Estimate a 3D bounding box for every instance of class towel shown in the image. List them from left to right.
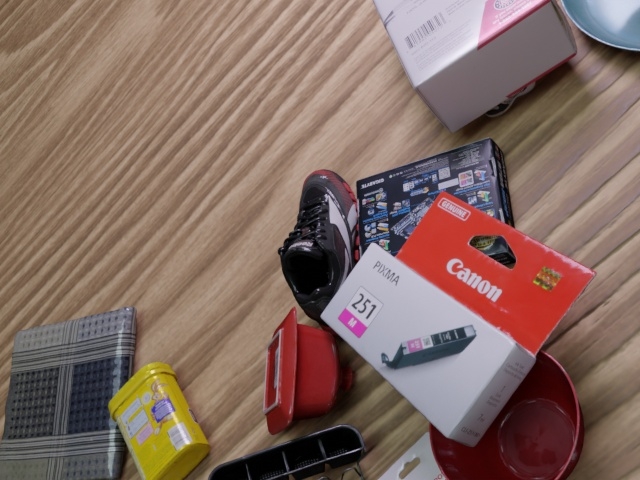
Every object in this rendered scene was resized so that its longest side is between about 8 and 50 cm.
[{"bbox_3d":[-0.472,0.295,1.284,0.325,0.056,0.311,-12,67,28],"label":"towel"}]

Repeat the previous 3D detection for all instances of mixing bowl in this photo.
[{"bbox_3d":[0.226,0.217,0.785,0.182,0.098,0.181,-24,50,33],"label":"mixing bowl"}]

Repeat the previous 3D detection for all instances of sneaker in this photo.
[{"bbox_3d":[0.000,0.000,1.021,0.098,0.135,0.275,-21,59,29],"label":"sneaker"},{"bbox_3d":[0.268,-0.214,0.989,0.083,0.037,0.031,-42,55,15],"label":"sneaker"}]

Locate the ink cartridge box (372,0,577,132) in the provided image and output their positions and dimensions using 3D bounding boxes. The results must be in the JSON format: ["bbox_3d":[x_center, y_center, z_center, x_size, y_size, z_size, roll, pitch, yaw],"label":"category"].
[{"bbox_3d":[0.210,-0.329,1.003,0.207,0.117,0.282,-32,46,20],"label":"ink cartridge box"}]

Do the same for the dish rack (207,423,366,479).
[{"bbox_3d":[-0.009,0.389,0.849,0.209,0.074,0.271,-18,57,-5],"label":"dish rack"}]

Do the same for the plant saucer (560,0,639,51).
[{"bbox_3d":[0.482,-0.380,0.909,0.318,0.044,0.317,-14,63,30],"label":"plant saucer"}]

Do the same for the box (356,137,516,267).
[{"bbox_3d":[0.158,-0.032,0.977,0.220,0.051,0.175,-16,62,28],"label":"box"}]

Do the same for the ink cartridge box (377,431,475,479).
[{"bbox_3d":[0.161,0.331,0.813,0.104,0.062,0.181,-47,52,9],"label":"ink cartridge box"}]

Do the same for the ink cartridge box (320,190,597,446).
[{"bbox_3d":[0.151,0.070,0.836,0.238,0.060,0.275,-56,40,3],"label":"ink cartridge box"}]

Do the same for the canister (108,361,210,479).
[{"bbox_3d":[-0.262,0.303,1.111,0.126,0.073,0.170,-46,53,9],"label":"canister"}]

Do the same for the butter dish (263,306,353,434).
[{"bbox_3d":[-0.012,0.190,0.967,0.160,0.118,0.160,123,152,-64],"label":"butter dish"}]
